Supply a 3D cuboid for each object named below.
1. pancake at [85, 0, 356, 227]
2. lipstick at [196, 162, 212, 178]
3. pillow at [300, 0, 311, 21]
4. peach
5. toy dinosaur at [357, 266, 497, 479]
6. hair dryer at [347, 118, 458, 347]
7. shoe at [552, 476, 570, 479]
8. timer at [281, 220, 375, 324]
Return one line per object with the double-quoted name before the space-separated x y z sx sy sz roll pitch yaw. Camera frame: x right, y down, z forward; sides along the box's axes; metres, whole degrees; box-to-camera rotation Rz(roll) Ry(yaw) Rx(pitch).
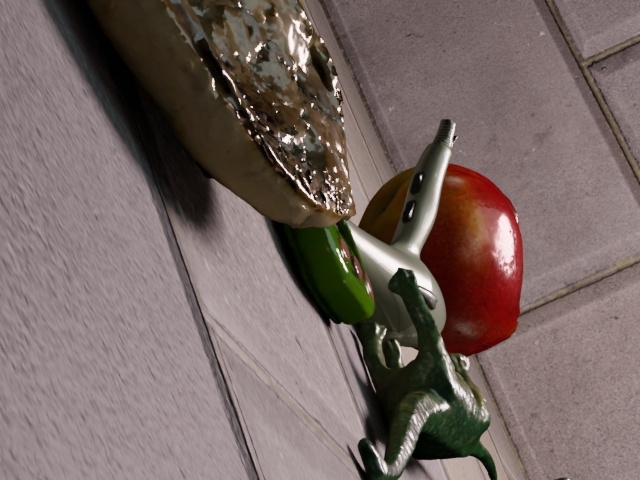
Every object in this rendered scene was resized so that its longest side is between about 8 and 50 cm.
"pancake" -0.088 -0.172 1.060 0.387 0.082 0.387 56 15 -23
"lipstick" -0.090 -0.108 1.127 0.027 0.027 0.176 58 11 -48
"pillow" -0.085 -0.317 1.744 0.302 0.075 0.185 64 4 0
"peach" 0.130 0.021 1.728 0.192 0.190 0.190 41 15 -20
"toy dinosaur" 0.110 0.179 1.413 0.447 0.087 0.301 50 14 -43
"hair dryer" 0.061 -0.015 1.537 0.219 0.088 0.225 10 88 -59
"shoe" 0.184 0.280 1.354 0.293 0.149 0.109 -102 167 -71
"timer" 0.000 0.000 1.362 0.140 0.047 0.128 55 13 -59
